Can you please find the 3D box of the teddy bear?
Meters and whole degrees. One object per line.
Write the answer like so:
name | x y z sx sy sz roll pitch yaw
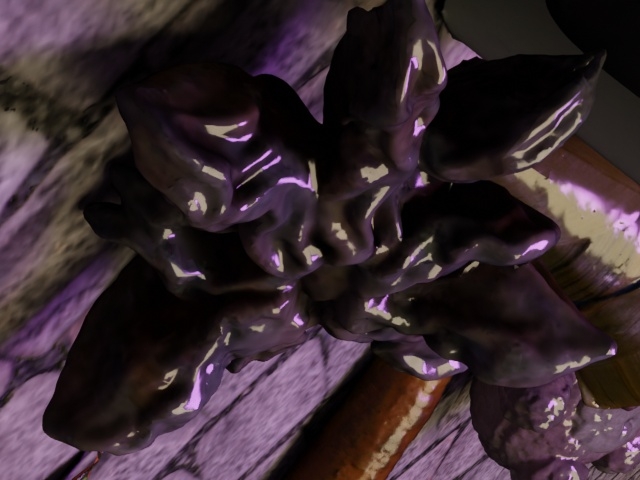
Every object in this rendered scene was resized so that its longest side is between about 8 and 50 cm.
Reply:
teddy bear | 0.218 0.076 1.174 0.236 0.151 0.267 -19 151 -42

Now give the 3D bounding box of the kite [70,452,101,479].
kite | -0.221 0.228 0.758 0.321 0.016 0.234 -56 157 21

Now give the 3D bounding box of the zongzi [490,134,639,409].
zongzi | 0.179 -0.067 0.946 0.289 0.123 0.260 52 45 -31

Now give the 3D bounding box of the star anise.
star anise | 0.004 -0.001 0.606 0.212 0.129 0.282 1 145 -21

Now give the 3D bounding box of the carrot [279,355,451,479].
carrot | 0.030 0.134 1.021 0.314 0.066 0.066 -54 159 14

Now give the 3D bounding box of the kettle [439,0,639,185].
kettle | 0.183 -0.077 0.661 0.240 0.255 0.165 -14 144 -56
